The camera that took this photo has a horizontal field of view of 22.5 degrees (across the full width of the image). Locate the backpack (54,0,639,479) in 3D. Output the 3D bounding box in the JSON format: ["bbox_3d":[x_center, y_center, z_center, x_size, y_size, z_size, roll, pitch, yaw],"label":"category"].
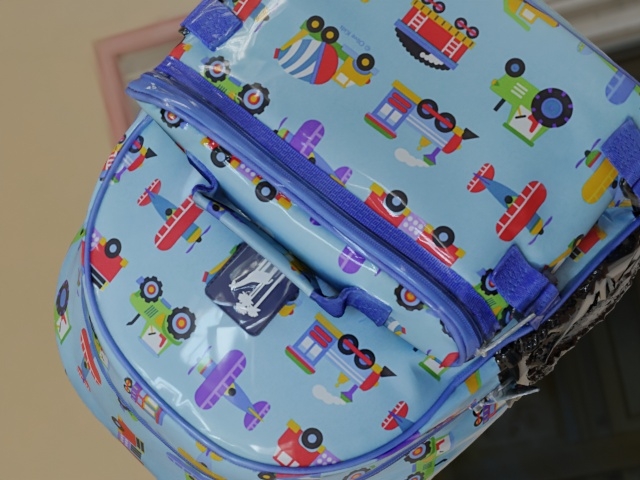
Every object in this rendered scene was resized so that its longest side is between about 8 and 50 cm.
[{"bbox_3d":[0.000,0.000,0.491,0.158,0.173,0.117,44,172,12],"label":"backpack"}]
